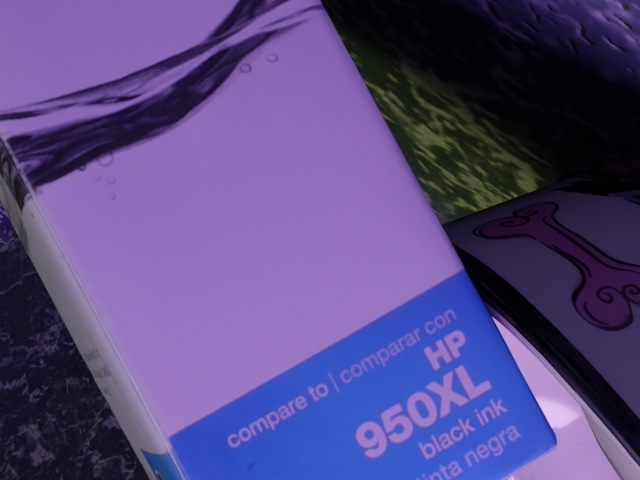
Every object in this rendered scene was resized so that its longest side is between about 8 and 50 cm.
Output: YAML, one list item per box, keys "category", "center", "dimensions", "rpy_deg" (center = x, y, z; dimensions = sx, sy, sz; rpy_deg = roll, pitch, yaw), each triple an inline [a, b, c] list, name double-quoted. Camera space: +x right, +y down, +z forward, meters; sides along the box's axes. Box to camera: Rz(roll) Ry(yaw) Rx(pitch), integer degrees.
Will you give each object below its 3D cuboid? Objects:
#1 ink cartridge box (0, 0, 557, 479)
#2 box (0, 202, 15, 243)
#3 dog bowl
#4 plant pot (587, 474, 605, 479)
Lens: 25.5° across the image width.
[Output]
- category: "ink cartridge box"
  center: [-0.078, -0.032, 0.736]
  dimensions: [0.395, 0.166, 0.285]
  rpy_deg: [62, 168, -1]
- category: "box"
  center: [-0.328, -0.124, 1.427]
  dimensions: [0.153, 0.207, 0.108]
  rpy_deg: [23, 165, 44]
- category: "dog bowl"
  center: [0.211, 0.130, 0.761]
  dimensions: [0.408, 0.150, 0.408]
  rpy_deg: [53, 171, 12]
- category: "plant pot"
  center: [0.214, 0.171, 1.077]
  dimensions: [0.263, 0.263, 0.229]
  rpy_deg: [32, 154, 9]
